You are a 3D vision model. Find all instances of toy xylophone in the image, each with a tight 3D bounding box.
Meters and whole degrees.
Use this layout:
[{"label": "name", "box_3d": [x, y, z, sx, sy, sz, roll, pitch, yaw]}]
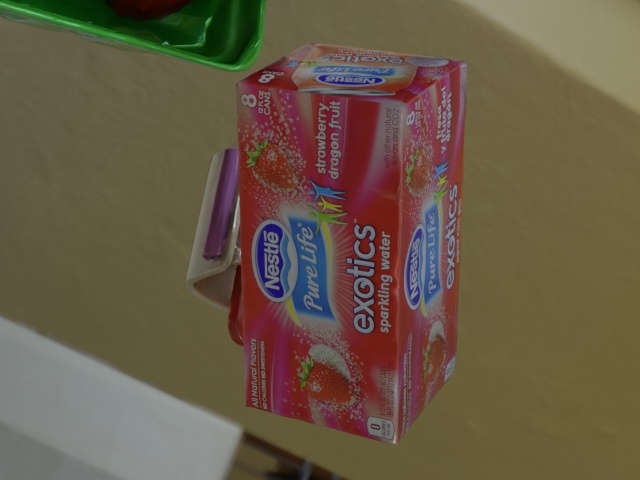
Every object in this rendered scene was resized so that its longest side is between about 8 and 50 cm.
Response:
[{"label": "toy xylophone", "box_3d": [0.000, 0.000, 1.245, 0.081, 0.322, 0.236, -9, -110, 39]}]

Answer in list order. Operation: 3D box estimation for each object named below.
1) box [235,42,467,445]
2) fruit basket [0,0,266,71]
[{"label": "box", "box_3d": [0.023, -0.001, 1.008, 0.122, 0.128, 0.257, -39, 134, -56]}, {"label": "fruit basket", "box_3d": [-0.170, -0.302, 1.067, 0.392, 0.392, 0.283, 167, -71, -65]}]
